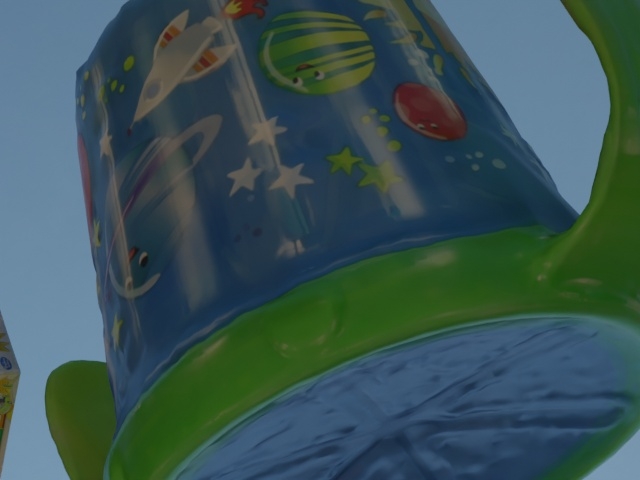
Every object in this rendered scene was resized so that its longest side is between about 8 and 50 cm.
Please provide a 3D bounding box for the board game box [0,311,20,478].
[{"bbox_3d":[-0.196,0.052,0.977,0.154,0.026,0.103,-117,-147,-42],"label":"board game box"}]

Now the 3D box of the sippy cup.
[{"bbox_3d":[0.000,0.000,0.780,0.305,0.240,0.224,-22,-119,2],"label":"sippy cup"}]
